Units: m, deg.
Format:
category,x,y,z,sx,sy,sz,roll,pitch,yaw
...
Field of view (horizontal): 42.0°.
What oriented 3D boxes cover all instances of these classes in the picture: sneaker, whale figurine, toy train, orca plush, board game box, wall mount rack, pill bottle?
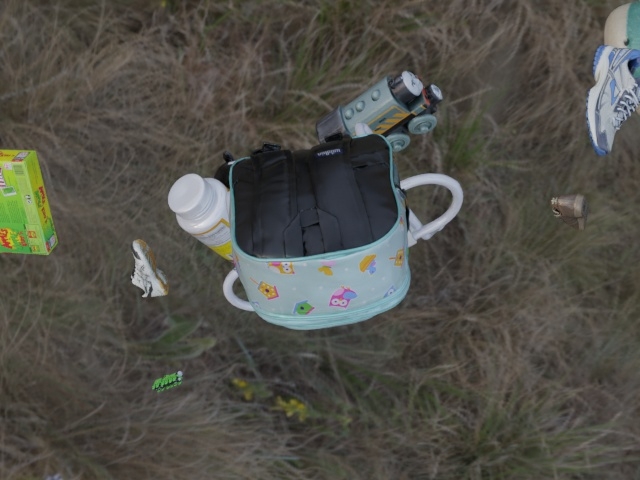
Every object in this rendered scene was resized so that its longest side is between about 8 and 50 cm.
category,x,y,z,sx,sy,sz,roll,pitch,yaw
sneaker,0.554,-0.070,1.853,0.071,0.188,0.066,10,80,22
whale figurine,0.606,-0.329,1.492,0.272,0.141,0.216,5,83,-53
sneaker,-0.206,0.036,0.964,0.037,0.083,0.032,-13,37,7
toy train,0.147,-0.308,2.132,0.190,0.334,0.142,19,49,-47
toy train,-0.271,0.250,1.480,0.017,0.083,0.024,38,47,-26
orca plush,-0.195,-0.103,1.840,0.102,0.287,0.151,-32,118,-16
board game box,-0.516,-0.064,1.419,0.092,0.181,0.043,3,32,9
sneaker,0.324,-0.156,0.908,0.052,0.058,0.135,40,58,-56
wall mount rack,0.040,-0.008,1.162,0.304,0.350,0.130,45,24,-48
pill bottle,-0.204,-0.046,1.649,0.215,0.117,0.117,42,51,-52

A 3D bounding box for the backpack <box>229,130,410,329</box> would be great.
category,x,y,z,sx,sy,sz,roll,pitch,yaw
backpack,0.000,0.000,0.755,0.165,0.188,0.144,-7,118,-1
